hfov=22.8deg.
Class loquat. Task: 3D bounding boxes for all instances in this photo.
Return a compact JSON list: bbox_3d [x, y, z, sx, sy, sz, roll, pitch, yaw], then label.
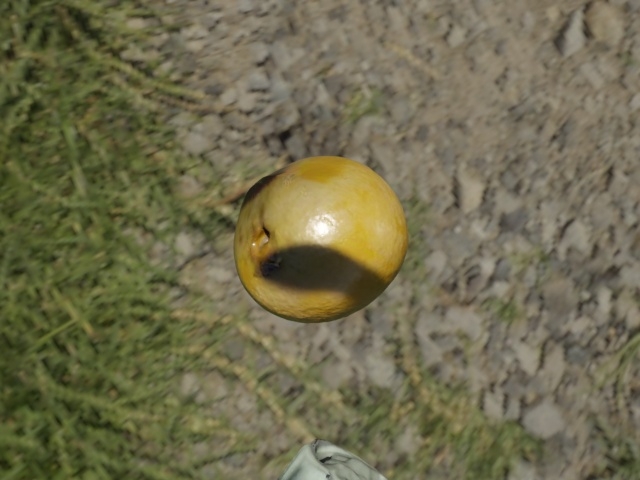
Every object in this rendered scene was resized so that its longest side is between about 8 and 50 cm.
[{"bbox_3d":[0.000,0.000,1.338,0.137,0.163,0.163,48,118,24],"label":"loquat"}]

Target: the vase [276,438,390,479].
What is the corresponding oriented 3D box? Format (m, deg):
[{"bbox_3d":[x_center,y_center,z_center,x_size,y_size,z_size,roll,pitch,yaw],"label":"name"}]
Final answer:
[{"bbox_3d":[-0.028,0.253,1.043,0.128,0.128,0.248,26,101,14],"label":"vase"}]
